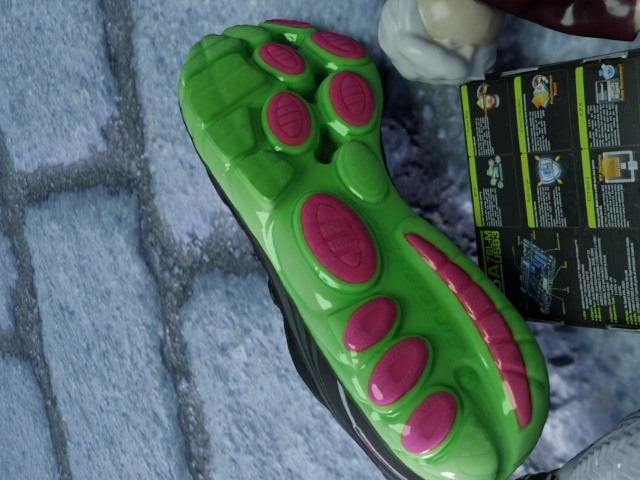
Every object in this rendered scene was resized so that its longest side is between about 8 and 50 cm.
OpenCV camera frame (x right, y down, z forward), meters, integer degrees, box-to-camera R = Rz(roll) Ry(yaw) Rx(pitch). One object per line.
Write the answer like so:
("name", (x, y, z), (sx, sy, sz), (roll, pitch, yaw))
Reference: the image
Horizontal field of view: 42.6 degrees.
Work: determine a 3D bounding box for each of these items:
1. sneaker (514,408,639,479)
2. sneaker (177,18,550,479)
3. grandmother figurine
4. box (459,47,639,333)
("sneaker", (0.232, 0.157, 0.500), (0.137, 0.210, 0.366), (57, 163, 22))
("sneaker", (0.000, 0.000, 0.692), (0.202, 0.185, 0.483), (106, 146, -54))
("grandmother figurine", (0.152, -0.207, 0.497), (0.208, 0.104, 0.342), (50, 138, 1))
("box", (0.189, -0.032, 0.578), (0.184, 0.045, 0.191), (1, 103, 51))
